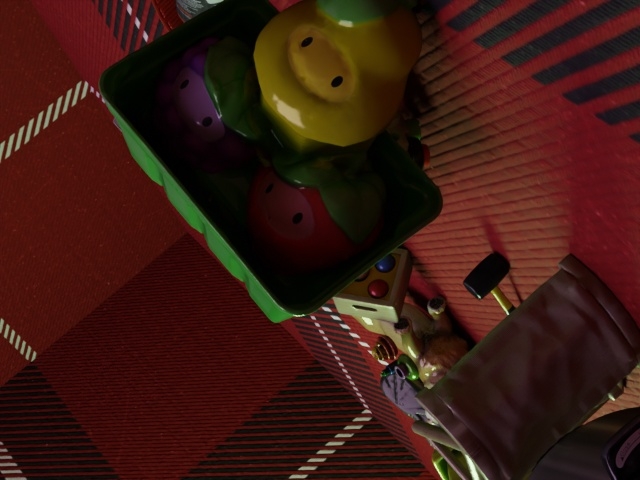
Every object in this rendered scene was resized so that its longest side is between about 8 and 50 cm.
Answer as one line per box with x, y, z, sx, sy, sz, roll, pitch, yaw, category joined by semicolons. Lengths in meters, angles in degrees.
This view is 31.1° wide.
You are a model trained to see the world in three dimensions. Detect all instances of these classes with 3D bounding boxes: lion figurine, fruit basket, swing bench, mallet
0.152;0.159;2.123;0.392;0.142;0.240;48;170;42;lion figurine
-0.035;-0.128;1.284;0.392;0.283;0.392;41;152;27;fruit basket
0.256;0.186;1.416;0.165;0.253;0.254;47;170;14;swing bench
0.269;0.083;1.627;0.190;0.062;0.039;39;-179;-43;mallet

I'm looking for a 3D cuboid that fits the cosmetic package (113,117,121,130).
-0.179;-0.185;1.903;0.113;0.160;0.309;44;-171;27;cosmetic package

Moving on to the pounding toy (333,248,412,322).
0.071;0.071;1.970;0.141;0.130;0.100;9;155;15;pounding toy

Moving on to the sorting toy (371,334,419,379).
0.123;0.213;1.993;0.102;0.042;0.061;46;153;28;sorting toy

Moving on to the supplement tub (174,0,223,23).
-0.154;-0.366;1.568;0.106;0.106;0.198;48;169;8;supplement tub

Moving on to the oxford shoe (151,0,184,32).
-0.173;-0.321;1.859;0.271;0.097;0.098;48;175;10;oxford shoe

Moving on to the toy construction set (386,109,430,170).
0.054;-0.123;1.518;0.327;0.151;0.215;75;179;-51;toy construction set

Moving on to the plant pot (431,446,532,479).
0.341;0.425;2.036;0.207;0.227;0.228;49;173;46;plant pot

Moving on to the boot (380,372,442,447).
0.241;0.308;2.220;0.236;0.085;0.178;43;-149;9;boot

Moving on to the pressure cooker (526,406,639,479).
0.395;0.343;1.109;0.370;0.375;0.420;12;173;-9;pressure cooker
